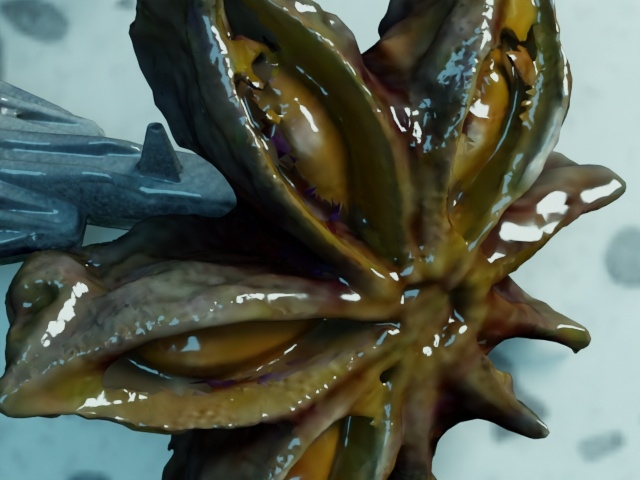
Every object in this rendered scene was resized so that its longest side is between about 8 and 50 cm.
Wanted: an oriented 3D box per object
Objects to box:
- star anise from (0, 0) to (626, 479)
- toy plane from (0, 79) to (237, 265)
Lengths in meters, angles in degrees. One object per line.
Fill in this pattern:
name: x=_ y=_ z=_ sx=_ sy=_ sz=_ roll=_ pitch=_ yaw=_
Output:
star anise: x=-0.006 y=0.005 z=0.428 sx=0.220 sy=0.099 sz=0.214 roll=-27 pitch=110 yaw=-15
toy plane: x=-0.134 y=-0.031 z=0.475 sx=0.267 sy=0.088 sz=0.212 roll=4 pitch=62 yaw=9
